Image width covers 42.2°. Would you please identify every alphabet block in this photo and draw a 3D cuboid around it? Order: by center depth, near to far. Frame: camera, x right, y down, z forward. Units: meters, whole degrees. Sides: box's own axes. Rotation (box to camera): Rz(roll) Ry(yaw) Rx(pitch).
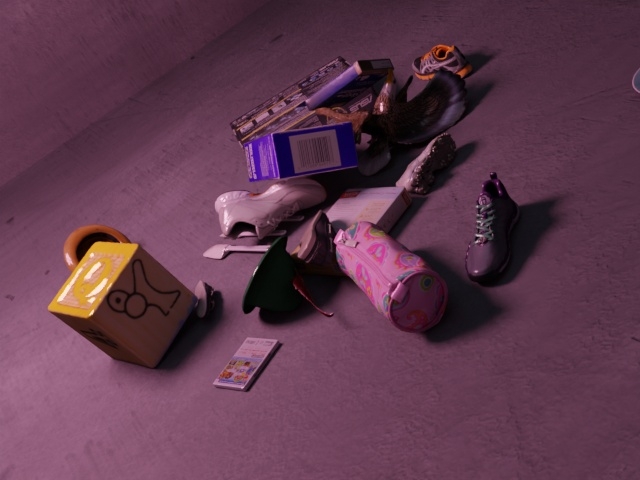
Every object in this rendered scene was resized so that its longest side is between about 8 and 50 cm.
[{"bbox_3d":[-0.419,0.135,1.770,0.193,0.197,0.192,0,51,45],"label":"alphabet block"}]

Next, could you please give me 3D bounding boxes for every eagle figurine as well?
[{"bbox_3d":[0.182,-0.307,1.990,0.298,0.225,0.226,-15,60,-36],"label":"eagle figurine"}]

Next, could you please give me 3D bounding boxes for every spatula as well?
[{"bbox_3d":[-0.161,-0.012,1.982,0.242,0.019,0.168,1,36,44],"label":"spatula"}]

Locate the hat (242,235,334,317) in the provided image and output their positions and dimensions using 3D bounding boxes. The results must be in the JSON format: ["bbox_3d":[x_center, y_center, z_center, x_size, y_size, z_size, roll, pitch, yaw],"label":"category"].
[{"bbox_3d":[-0.039,0.110,1.640,0.184,0.173,0.208,26,36,10],"label":"hat"}]

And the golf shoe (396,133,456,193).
[{"bbox_3d":[0.226,-0.171,1.809,0.086,0.069,0.176,-2,38,52],"label":"golf shoe"}]

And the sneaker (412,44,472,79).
[{"bbox_3d":[0.314,-0.479,2.197,0.084,0.083,0.215,-43,29,-18],"label":"sneaker"}]

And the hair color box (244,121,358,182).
[{"bbox_3d":[-0.054,-0.201,1.921,0.185,0.110,0.339,-10,4,-15],"label":"hair color box"}]

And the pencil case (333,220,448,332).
[{"bbox_3d":[0.118,0.058,1.481,0.124,0.124,0.284,-34,29,-5],"label":"pencil case"}]

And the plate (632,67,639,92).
[{"bbox_3d":[0.714,-0.332,1.634,0.188,0.024,0.188,-24,28,14],"label":"plate"}]

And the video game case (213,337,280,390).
[{"bbox_3d":[-0.140,0.233,1.569,0.087,0.011,0.122,-2,40,42],"label":"video game case"}]

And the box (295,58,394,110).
[{"bbox_3d":[0.057,-0.368,2.009,0.225,0.036,0.136,-28,-6,41],"label":"box"}]

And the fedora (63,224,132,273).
[{"bbox_3d":[-0.589,0.049,2.192,0.079,0.194,0.194,-57,4,46],"label":"fedora"}]

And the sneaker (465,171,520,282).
[{"bbox_3d":[0.291,-0.025,1.471,0.083,0.098,0.223,-12,33,31],"label":"sneaker"}]

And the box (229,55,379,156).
[{"bbox_3d":[-0.051,-0.356,2.343,0.395,0.097,0.318,-31,26,0],"label":"box"}]

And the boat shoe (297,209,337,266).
[{"bbox_3d":[0.000,0.000,1.667,0.075,0.065,0.206,-58,6,20],"label":"boat shoe"}]

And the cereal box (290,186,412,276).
[{"bbox_3d":[0.064,-0.022,1.742,0.173,0.047,0.240,2,42,47],"label":"cereal box"}]

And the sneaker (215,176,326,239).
[{"bbox_3d":[-0.110,-0.061,1.926,0.263,0.099,0.121,-13,57,4],"label":"sneaker"}]

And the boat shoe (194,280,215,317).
[{"bbox_3d":[-0.248,0.131,1.809,0.046,0.038,0.125,-61,23,15],"label":"boat shoe"}]
